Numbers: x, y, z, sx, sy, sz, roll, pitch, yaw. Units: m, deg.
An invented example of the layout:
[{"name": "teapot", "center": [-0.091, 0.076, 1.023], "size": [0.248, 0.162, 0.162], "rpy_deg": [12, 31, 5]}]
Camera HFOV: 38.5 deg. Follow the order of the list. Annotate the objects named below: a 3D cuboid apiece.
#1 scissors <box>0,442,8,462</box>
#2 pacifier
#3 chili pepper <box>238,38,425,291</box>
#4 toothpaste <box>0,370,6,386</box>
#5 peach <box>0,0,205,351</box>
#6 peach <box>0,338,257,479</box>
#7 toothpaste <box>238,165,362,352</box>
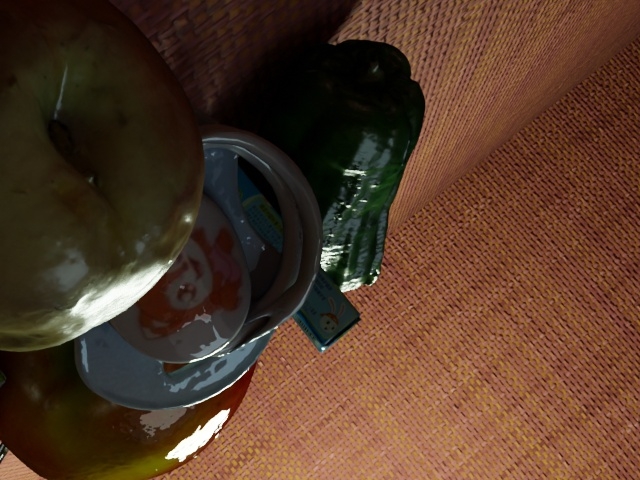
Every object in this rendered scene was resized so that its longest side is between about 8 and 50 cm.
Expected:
[{"name": "scissors", "center": [-0.424, 0.248, 1.329], "size": [0.317, 0.024, 0.160], "rpy_deg": [-55, 171, 20]}, {"name": "pacifier", "center": [-0.155, -0.002, 0.843], "size": [0.244, 0.299, 0.233], "rpy_deg": [-32, -150, -22]}, {"name": "chili pepper", "center": [-0.022, -0.054, 1.039], "size": [0.168, 0.213, 0.385], "rpy_deg": [-9, 145, -31]}, {"name": "toothpaste", "center": [-0.474, 0.197, 0.893], "size": [0.110, 0.077, 0.327], "rpy_deg": [-48, 168, 36]}, {"name": "peach", "center": [-0.192, -0.035, 0.533], "size": [0.236, 0.214, 0.214], "rpy_deg": [-23, -176, 41]}, {"name": "peach", "center": [-0.246, 0.192, 1.170], "size": [0.306, 0.242, 0.380], "rpy_deg": [-44, 171, 5]}, {"name": "toothpaste", "center": [-0.062, -0.006, 0.923], "size": [0.050, 0.266, 0.065], "rpy_deg": [-38, 171, -9]}]
